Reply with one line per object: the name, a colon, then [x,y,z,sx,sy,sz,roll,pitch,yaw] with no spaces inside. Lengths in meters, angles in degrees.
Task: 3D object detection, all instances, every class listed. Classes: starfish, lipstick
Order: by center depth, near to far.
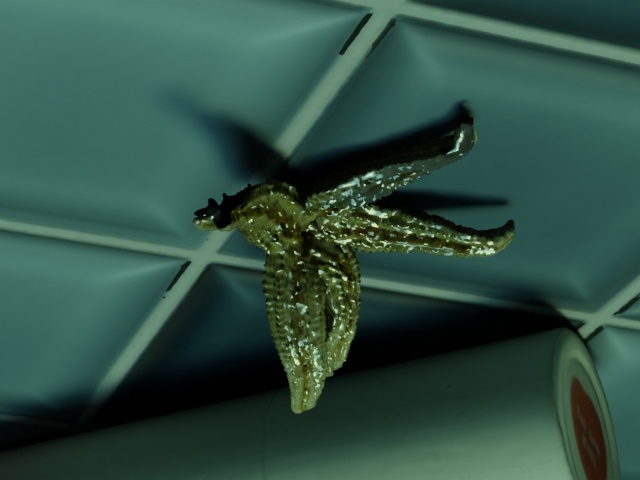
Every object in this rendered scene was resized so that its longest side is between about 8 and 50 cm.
starfish: [-0.001,-0.005,0.653,0.130,0.041,0.133,22,117,-46]
lipstick: [-0.042,0.112,0.813,0.327,0.087,0.087,-14,149,21]
